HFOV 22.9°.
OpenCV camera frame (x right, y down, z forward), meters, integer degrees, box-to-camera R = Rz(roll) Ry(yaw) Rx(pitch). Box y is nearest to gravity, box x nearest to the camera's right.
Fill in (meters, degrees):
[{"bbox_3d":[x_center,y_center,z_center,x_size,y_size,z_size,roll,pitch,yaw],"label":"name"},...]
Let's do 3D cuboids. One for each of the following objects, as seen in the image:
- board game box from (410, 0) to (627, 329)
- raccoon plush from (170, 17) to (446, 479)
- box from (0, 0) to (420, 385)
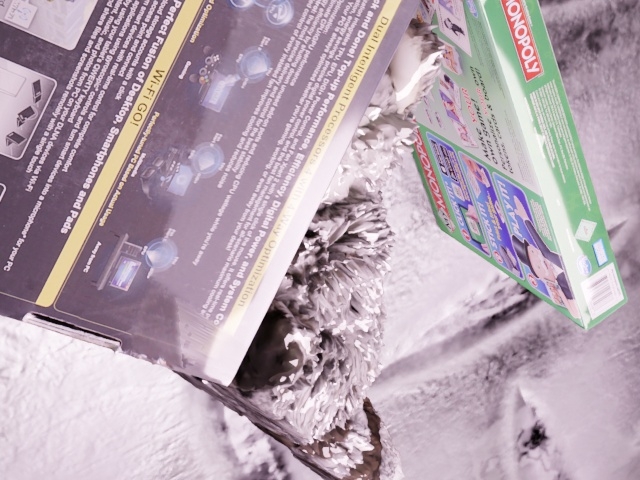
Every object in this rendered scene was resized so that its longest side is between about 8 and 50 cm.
[{"bbox_3d":[0.117,-0.103,1.198,0.046,0.213,0.317,-32,124,-13],"label":"board game box"},{"bbox_3d":[0.000,0.000,1.250,0.299,0.216,0.446,-58,156,-11],"label":"raccoon plush"},{"bbox_3d":[-0.098,-0.157,0.728,0.318,0.097,0.395,21,100,-32],"label":"box"}]
